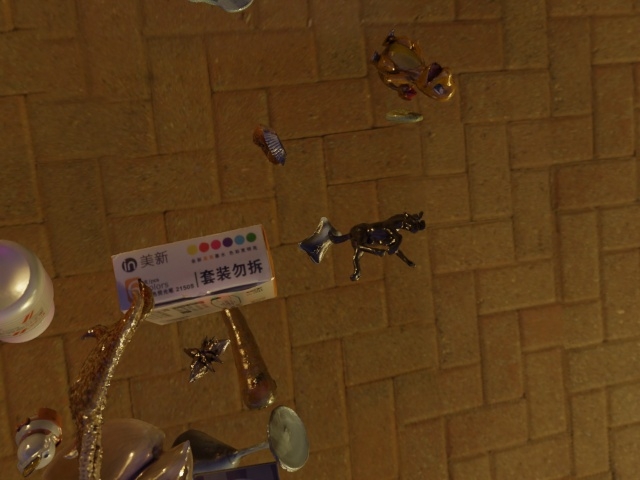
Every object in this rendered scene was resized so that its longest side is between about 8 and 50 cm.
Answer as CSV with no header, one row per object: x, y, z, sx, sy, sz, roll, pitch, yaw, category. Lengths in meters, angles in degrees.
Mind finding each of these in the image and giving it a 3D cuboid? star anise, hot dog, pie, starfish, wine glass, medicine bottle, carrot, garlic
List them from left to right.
-0.880,0.156,1.654,0.241,0.302,0.241,5,66,-11,medicine bottle
-0.204,0.142,0.539,0.057,0.213,0.238,18,51,-19,starfish
-0.342,0.428,0.957,0.325,0.279,0.132,-43,144,-15,garlic
-0.263,0.266,1.398,0.129,0.124,0.056,-30,129,2,star anise
-0.257,0.687,1.906,0.406,0.267,0.267,-28,103,24,wine glass
-0.175,0.229,1.304,0.078,0.078,0.298,-21,70,-9,carrot
-0.130,-0.243,1.498,0.059,0.191,0.108,-30,108,-5,hot dog
0.179,-0.265,1.259,0.084,0.084,0.021,-5,114,-11,pie

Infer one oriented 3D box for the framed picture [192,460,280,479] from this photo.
-0.118,0.457,0.919,0.136,0.010,0.200,-9,86,1,framed picture

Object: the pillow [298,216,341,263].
-0.001,0.000,1.866,0.091,0.055,0.135,37,71,7,pillow

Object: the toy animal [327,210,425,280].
0.139,0.001,1.393,0.233,0.148,0.084,-12,136,6,toy animal

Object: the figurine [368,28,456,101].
0.182,-0.319,1.156,0.176,0.122,0.121,31,67,15,figurine

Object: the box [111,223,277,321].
-0.179,0.062,0.922,0.221,0.274,0.091,-13,80,-8,box

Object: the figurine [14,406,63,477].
-0.841,0.590,1.740,0.143,0.271,0.143,-1,100,-8,figurine

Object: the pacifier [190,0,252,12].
-0.176,-0.461,0.996,0.150,0.116,0.126,15,69,-15,pacifier
